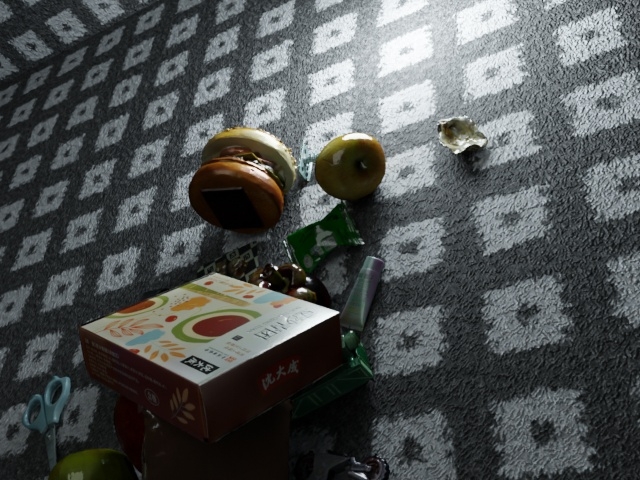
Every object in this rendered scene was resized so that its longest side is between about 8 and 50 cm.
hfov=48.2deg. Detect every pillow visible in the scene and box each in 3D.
[{"bbox_3d":[-0.187,0.460,1.351,0.108,0.306,0.307,-21,67,62],"label":"pillow"}]

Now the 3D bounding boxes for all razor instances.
[{"bbox_3d":[0.050,-0.242,1.997,0.232,0.068,0.106,-9,52,23],"label":"razor"}]

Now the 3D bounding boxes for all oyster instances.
[{"bbox_3d":[0.345,-0.262,1.786,0.103,0.051,0.148,-27,53,2],"label":"oyster"}]

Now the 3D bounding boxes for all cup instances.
[{"bbox_3d":[-0.451,0.170,2.018,0.077,0.078,0.100,-7,19,38],"label":"cup"}]

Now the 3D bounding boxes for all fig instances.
[{"bbox_3d":[-0.502,0.582,1.615,0.207,0.207,0.230,-44,59,-1],"label":"fig"}]

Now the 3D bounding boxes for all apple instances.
[{"bbox_3d":[0.074,-0.189,1.842,0.182,0.182,0.155,-53,14,-11],"label":"apple"},{"bbox_3d":[-0.301,0.383,1.541,0.317,0.288,0.288,-36,27,62],"label":"apple"}]

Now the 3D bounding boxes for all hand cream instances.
[{"bbox_3d":[0.097,0.124,1.665,0.076,0.047,0.174,10,71,41],"label":"hand cream"}]

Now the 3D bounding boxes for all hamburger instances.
[{"bbox_3d":[-0.209,-0.168,1.970,0.291,0.291,0.225,-13,45,29],"label":"hamburger"}]

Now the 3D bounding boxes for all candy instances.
[{"bbox_3d":[-0.003,-0.003,1.817,0.203,0.078,0.141,-34,42,16],"label":"candy"}]

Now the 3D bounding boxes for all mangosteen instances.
[{"bbox_3d":[-0.084,0.139,1.627,0.212,0.249,0.211,-7,45,7],"label":"mangosteen"}]

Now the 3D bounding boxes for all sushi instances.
[{"bbox_3d":[-0.267,0.094,1.958,0.210,0.040,0.192,-26,44,17],"label":"sushi"}]

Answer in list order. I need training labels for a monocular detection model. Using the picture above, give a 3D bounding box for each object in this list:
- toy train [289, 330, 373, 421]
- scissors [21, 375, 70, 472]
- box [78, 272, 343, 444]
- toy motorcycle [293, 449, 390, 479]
[{"bbox_3d":[-0.021,0.276,1.538,0.270,0.154,0.115,-31,45,12],"label":"toy train"},{"bbox_3d":[-0.740,0.531,1.963,0.191,0.029,0.360,-41,44,7],"label":"scissors"},{"bbox_3d":[-0.213,0.204,1.392,0.385,0.122,0.345,13,25,41],"label":"box"},{"bbox_3d":[0.030,0.472,1.393,0.215,0.080,0.122,-9,49,33],"label":"toy motorcycle"}]
